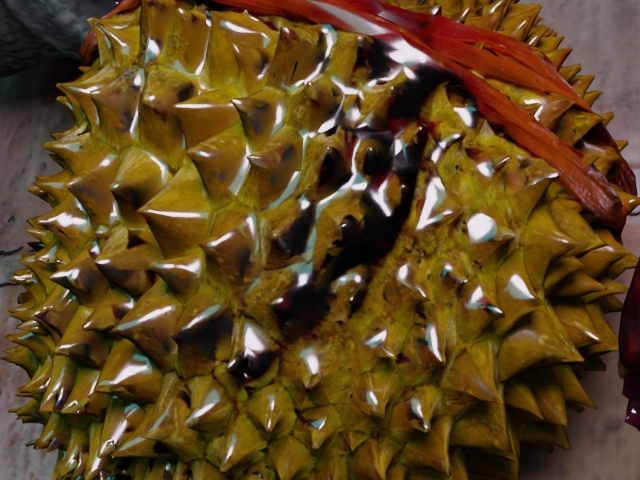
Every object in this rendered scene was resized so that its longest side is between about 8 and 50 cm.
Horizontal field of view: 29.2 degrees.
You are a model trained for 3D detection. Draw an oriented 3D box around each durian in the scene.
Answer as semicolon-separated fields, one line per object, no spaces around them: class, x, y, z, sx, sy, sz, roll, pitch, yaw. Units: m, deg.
durian;-0.005;-0.001;0.672;0.347;0.347;0.384;13;103;31

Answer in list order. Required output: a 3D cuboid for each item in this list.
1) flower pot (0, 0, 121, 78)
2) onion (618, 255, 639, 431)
flower pot;-0.168;-0.243;0.901;0.283;0.299;0.299;-9;61;36
onion;0.294;0.054;0.465;0.358;0.358;0.345;25;73;33
